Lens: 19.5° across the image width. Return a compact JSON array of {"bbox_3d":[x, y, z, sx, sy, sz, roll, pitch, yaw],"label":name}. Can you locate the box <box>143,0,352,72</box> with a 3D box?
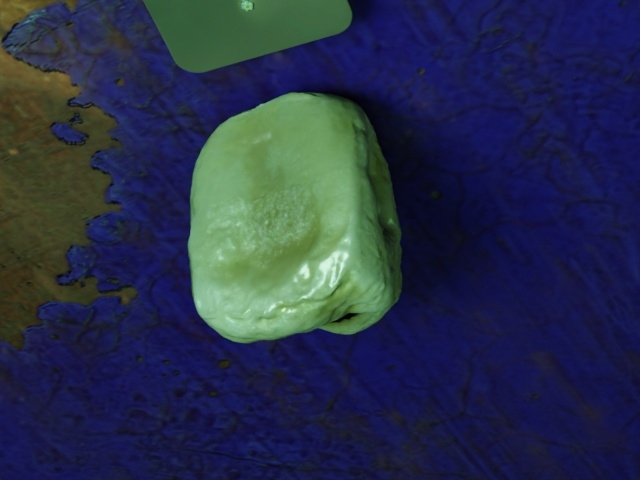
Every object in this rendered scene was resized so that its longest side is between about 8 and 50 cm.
[{"bbox_3d":[-0.048,-0.163,1.223,0.126,0.031,0.091,-16,135,13],"label":"box"}]

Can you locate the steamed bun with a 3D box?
[{"bbox_3d":[0.000,0.000,1.322,0.141,0.172,0.155,-12,156,24],"label":"steamed bun"}]
